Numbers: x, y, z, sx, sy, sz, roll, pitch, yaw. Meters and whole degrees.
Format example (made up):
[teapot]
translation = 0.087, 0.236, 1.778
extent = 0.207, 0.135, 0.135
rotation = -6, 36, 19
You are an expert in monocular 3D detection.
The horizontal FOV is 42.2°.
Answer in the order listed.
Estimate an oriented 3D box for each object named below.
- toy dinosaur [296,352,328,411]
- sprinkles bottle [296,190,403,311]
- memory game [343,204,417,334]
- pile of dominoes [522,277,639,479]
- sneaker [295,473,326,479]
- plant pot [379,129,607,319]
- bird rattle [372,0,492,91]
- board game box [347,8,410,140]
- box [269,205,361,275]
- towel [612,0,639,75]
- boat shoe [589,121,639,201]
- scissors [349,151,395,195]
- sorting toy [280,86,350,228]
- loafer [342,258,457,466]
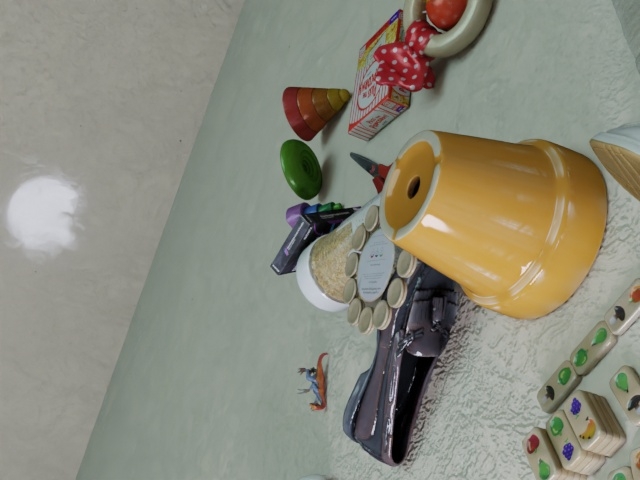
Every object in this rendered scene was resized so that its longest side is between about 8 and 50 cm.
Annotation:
[toy dinosaur]
translation = -0.008, 0.239, 1.368
extent = 0.090, 0.047, 0.082
rotation = -56, 43, 11
[sprinkles bottle]
translation = 0.092, -0.002, 1.207
extent = 0.355, 0.121, 0.121
rotation = -38, 39, 54
[memory game]
translation = 0.075, 0.030, 1.060
extent = 0.186, 0.012, 0.186
rotation = -46, 37, 50
[pile of dominoes]
translation = 0.278, 0.137, 0.749
extent = 0.251, 0.040, 0.196
rotation = -60, 24, 29
[sneaker]
translation = -0.067, 0.424, 1.282
extent = 0.235, 0.095, 0.090
rotation = -50, 28, 40
[plant pot]
translation = 0.177, -0.034, 0.931
extent = 0.205, 0.188, 0.205
rotation = -50, 29, 43
[bird rattle]
translation = 0.176, -0.361, 1.306
extent = 0.207, 0.143, 0.253
rotation = -3, 72, 50
[board game box]
translation = 0.113, -0.297, 1.501
extent = 0.147, 0.045, 0.193
rotation = -36, 41, 57
[box]
translation = 0.000, 0.000, 1.397
extent = 0.029, 0.162, 0.116
rotation = 48, 124, 26
[towel]
translation = 0.371, -0.255, 0.793
extent = 0.187, 0.049, 0.282
rotation = -52, 17, 38
[boat shoe]
translation = 0.340, -0.071, 0.716
extent = 0.096, 0.098, 0.277
rotation = -47, 20, 0
[scissors]
translation = 0.104, -0.124, 1.424
extent = 0.297, 0.021, 0.109
rotation = -106, 37, -57
[sorting toy]
translation = 0.004, -0.177, 1.641
extent = 0.126, 0.127, 0.365
rotation = -19, 52, 27
[loafer]
translation = 0.122, 0.149, 1.068
extent = 0.095, 0.109, 0.302
rotation = 38, 115, 48
